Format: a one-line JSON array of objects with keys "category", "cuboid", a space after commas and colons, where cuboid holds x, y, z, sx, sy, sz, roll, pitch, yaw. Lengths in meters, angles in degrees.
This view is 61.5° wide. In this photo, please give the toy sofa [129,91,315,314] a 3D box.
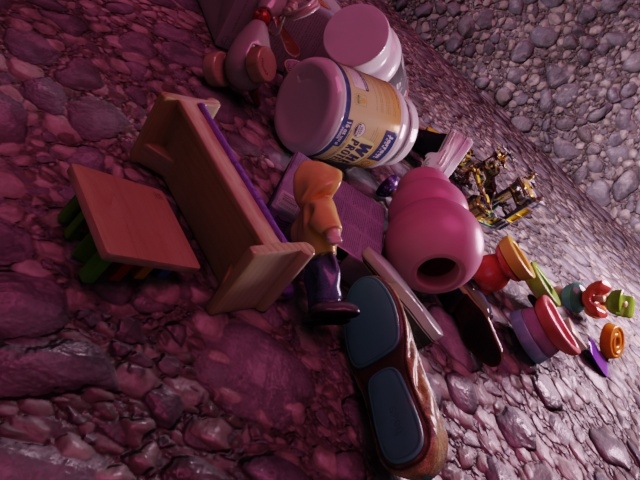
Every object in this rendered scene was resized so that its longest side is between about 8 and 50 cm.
[{"category": "toy sofa", "cuboid": [-0.151, -0.067, 0.882, 0.177, 0.150, 0.362, -2, 51, -46]}]

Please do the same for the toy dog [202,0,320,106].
[{"category": "toy dog", "cuboid": [-0.142, -0.468, 1.342, 0.220, 0.161, 0.333, 26, 67, 33]}]

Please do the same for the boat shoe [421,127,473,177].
[{"category": "boat shoe", "cuboid": [0.329, -0.211, 1.513, 0.088, 0.096, 0.267, 38, 74, 2]}]

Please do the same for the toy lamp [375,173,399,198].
[{"category": "toy lamp", "cuboid": [0.258, -0.049, 1.347, 0.274, 0.080, 0.080, 48, 33, 15]}]

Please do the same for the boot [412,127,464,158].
[{"category": "boot", "cuboid": [0.287, -0.297, 1.620, 0.207, 0.094, 0.247, -2, 25, -44]}]

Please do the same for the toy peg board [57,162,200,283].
[{"category": "toy peg board", "cuboid": [-0.281, -0.008, 0.763, 0.161, 0.079, 0.161, 18, 35, -57]}]

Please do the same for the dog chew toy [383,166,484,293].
[{"category": "dog chew toy", "cuboid": [0.237, -0.044, 1.183, 0.207, 0.206, 0.331, 26, 38, -20]}]

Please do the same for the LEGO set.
[{"category": "LEGO set", "cuboid": [0.544, -0.199, 1.663, 0.255, 0.192, 0.331, 24, 46, -32]}]

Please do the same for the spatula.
[{"category": "spatula", "cuboid": [0.661, 0.246, 1.428, 0.296, 0.030, 0.084, 40, 34, 2]}]

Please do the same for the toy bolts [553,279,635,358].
[{"category": "toy bolts", "cuboid": [0.748, 0.206, 1.521, 0.229, 0.159, 0.218, 29, 72, -34]}]

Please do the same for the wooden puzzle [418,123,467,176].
[{"category": "wooden puzzle", "cuboid": [0.424, -0.321, 1.873, 0.221, 0.044, 0.238, 29, 32, -5]}]

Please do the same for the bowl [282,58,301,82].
[{"category": "bowl", "cuboid": [-0.046, -0.420, 1.500, 0.170, 0.080, 0.170, 27, 33, -19]}]

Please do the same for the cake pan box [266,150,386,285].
[{"category": "cake pan box", "cuboid": [0.015, -0.047, 1.105, 0.246, 0.070, 0.266, 30, 33, -10]}]

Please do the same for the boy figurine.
[{"category": "boy figurine", "cuboid": [0.000, 0.000, 0.914, 0.092, 0.177, 0.284, 2, 65, -14]}]

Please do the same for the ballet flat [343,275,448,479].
[{"category": "ballet flat", "cuboid": [0.116, 0.211, 0.856, 0.123, 0.123, 0.348, 20, 36, -28]}]

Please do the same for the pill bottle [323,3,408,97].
[{"category": "pill bottle", "cuboid": [0.130, -0.488, 1.519, 0.210, 0.210, 0.363, 49, 5, 16]}]

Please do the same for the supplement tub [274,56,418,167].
[{"category": "supplement tub", "cuboid": [0.070, -0.302, 1.328, 0.316, 0.228, 0.228, 4, 46, -43]}]

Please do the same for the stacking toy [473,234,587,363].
[{"category": "stacking toy", "cuboid": [0.509, 0.168, 1.332, 0.280, 0.130, 0.308, 27, 38, -48]}]

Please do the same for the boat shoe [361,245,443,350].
[{"category": "boat shoe", "cuboid": [0.135, 0.110, 0.985, 0.219, 0.070, 0.078, 52, 12, -7]}]

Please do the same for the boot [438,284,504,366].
[{"category": "boot", "cuboid": [0.349, 0.173, 1.155, 0.106, 0.082, 0.219, 9, 40, -35]}]

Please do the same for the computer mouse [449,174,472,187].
[{"category": "computer mouse", "cuboid": [0.419, -0.206, 1.755, 0.242, 0.041, 0.071, 17, 18, -39]}]

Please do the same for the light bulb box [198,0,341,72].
[{"category": "light bulb box", "cuboid": [-0.145, -0.698, 1.613, 0.361, 0.225, 0.357, 11, 41, -36]}]
